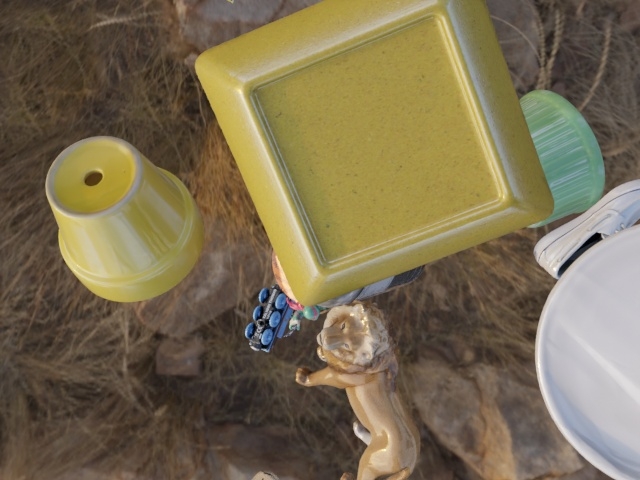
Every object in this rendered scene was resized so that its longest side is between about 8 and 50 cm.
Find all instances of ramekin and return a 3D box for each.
[{"bbox_3d":[0.487,-0.177,1.818,0.148,0.303,0.303,-26,119,-14],"label":"ramekin"},{"bbox_3d":[0.361,0.115,0.816,0.273,0.127,0.272,-1,86,15],"label":"ramekin"}]

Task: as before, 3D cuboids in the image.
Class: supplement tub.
[{"bbox_3d":[0.062,0.024,1.583,0.316,0.194,0.193,-10,128,-51],"label":"supplement tub"}]

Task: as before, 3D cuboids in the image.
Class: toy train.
[{"bbox_3d":[-0.126,0.203,2.072,0.105,0.080,0.184,33,76,-60],"label":"toy train"}]

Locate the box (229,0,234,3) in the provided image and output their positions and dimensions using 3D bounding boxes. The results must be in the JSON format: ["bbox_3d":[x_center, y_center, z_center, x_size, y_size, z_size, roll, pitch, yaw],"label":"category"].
[{"bbox_3d":[-0.190,-0.556,1.689,0.054,0.169,0.059,28,112,-14],"label":"box"}]

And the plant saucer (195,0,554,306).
[{"bbox_3d":[0.065,-0.111,0.892,0.333,0.081,0.332,-21,104,8],"label":"plant saucer"}]

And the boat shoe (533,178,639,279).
[{"bbox_3d":[0.528,-0.014,1.479,0.258,0.084,0.095,-37,133,8],"label":"boat shoe"}]

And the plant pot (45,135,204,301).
[{"bbox_3d":[-0.354,-0.052,1.389,0.254,0.253,0.239,-15,151,0],"label":"plant pot"}]

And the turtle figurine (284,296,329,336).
[{"bbox_3d":[0.013,0.162,1.921,0.175,0.234,0.118,5,112,29],"label":"turtle figurine"}]

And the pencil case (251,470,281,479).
[{"bbox_3d":[-0.243,0.603,1.533,0.411,0.183,0.159,-23,81,-21],"label":"pencil case"}]

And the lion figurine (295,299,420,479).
[{"bbox_3d":[0.093,0.287,1.394,0.240,0.142,0.392,-17,105,49],"label":"lion figurine"}]
